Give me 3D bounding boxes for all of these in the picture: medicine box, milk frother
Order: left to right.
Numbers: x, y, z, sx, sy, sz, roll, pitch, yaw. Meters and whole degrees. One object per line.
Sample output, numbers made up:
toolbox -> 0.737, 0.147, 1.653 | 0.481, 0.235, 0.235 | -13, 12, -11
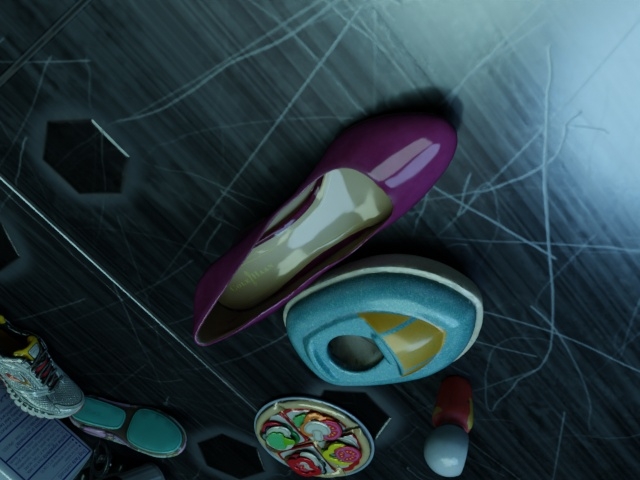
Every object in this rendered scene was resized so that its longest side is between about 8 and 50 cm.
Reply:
medicine box -> -0.591, 0.377, 1.374 | 0.289, 0.149, 0.263 | 43, 120, -2
milk frother -> -0.347, 0.417, 1.412 | 0.129, 0.134, 0.143 | 51, 122, 23

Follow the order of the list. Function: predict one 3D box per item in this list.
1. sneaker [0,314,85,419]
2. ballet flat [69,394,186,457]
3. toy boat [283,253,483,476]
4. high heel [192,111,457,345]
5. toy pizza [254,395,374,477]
sneaker -> -0.476, 0.208, 1.298 | 0.225, 0.088, 0.092 | 42, 127, -19
ballet flat -> -0.323, 0.321, 1.364 | 0.221, 0.077, 0.079 | 13, 150, 13
toy boat -> 0.113, 0.162, 1.037 | 0.267, 0.148, 0.318 | -21, 119, 30
high heel -> 0.000, 0.000, 0.914 | 0.127, 0.181, 0.377 | 40, 129, -17
toy pizza -> -0.013, 0.327, 1.290 | 0.201, 0.032, 0.201 | 9, 131, 10
